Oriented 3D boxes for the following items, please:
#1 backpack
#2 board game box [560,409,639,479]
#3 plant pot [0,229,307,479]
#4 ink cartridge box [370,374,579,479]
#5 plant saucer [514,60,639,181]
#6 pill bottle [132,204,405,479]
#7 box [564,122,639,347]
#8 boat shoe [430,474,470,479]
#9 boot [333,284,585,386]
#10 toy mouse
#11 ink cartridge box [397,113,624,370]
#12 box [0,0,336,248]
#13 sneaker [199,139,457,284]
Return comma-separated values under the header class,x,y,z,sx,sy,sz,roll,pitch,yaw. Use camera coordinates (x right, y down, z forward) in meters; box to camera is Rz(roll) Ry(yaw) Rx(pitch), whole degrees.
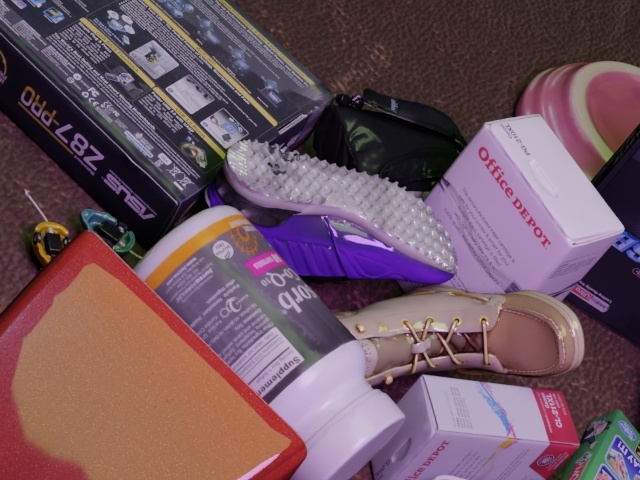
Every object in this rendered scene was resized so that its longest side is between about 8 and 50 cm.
class,x,y,z,sx,sy,sz,roll,pitch,yaw
backpack,0.088,-0.087,2.083,0.182,0.115,0.152,1,63,-35
board game box,0.352,0.356,1.833,0.317,0.046,0.213,50,39,-10
plant pot,-0.216,0.205,1.507,0.267,0.267,0.236,44,53,9
ink cartridge box,0.153,0.206,1.839,0.175,0.127,0.072,10,48,-28
plant saucer,0.414,-0.117,2.360,0.332,0.084,0.332,18,44,-19
pill bottle,-0.057,0.113,1.756,0.278,0.162,0.162,47,42,12
box,0.438,0.012,2.094,0.295,0.293,0.073,34,39,-4
boat shoe,0.206,0.305,1.816,0.258,0.084,0.095,18,44,-20
boot,0.119,0.106,1.851,0.203,0.095,0.262,-12,15,-39
toy mouse,-0.223,0.023,1.826,0.143,0.031,0.161,3,51,-32
ink cartridge box,0.196,0.002,1.977,0.100,0.237,0.172,-13,61,-42
box,-0.219,-0.209,2.000,0.395,0.097,0.318,42,43,7
sneaker,0.000,-0.001,1.918,0.293,0.146,0.102,21,36,-22
